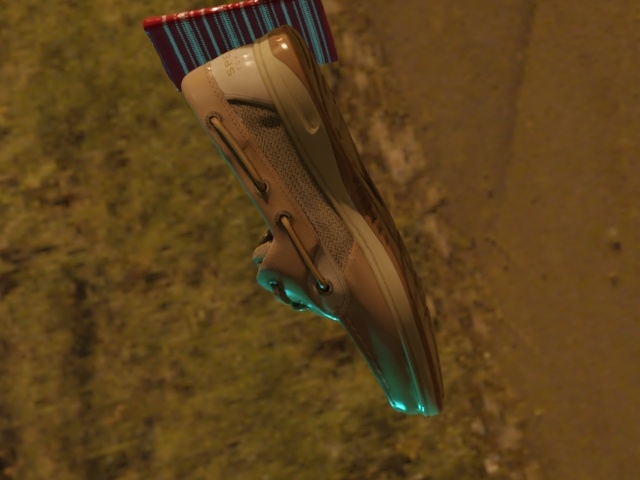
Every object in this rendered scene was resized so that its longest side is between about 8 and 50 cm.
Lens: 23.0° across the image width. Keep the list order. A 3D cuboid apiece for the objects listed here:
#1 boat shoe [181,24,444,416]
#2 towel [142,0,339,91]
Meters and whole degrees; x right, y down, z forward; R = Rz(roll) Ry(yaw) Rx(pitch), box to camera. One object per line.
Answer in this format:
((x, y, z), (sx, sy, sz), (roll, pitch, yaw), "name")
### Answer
((0.000, 0.000, 1.125), (0.109, 0.098, 0.302), (-86, -29, -72), "boat shoe")
((-0.120, -0.309, 2.416), (0.199, 0.275, 0.031), (67, -166, -64), "towel")
